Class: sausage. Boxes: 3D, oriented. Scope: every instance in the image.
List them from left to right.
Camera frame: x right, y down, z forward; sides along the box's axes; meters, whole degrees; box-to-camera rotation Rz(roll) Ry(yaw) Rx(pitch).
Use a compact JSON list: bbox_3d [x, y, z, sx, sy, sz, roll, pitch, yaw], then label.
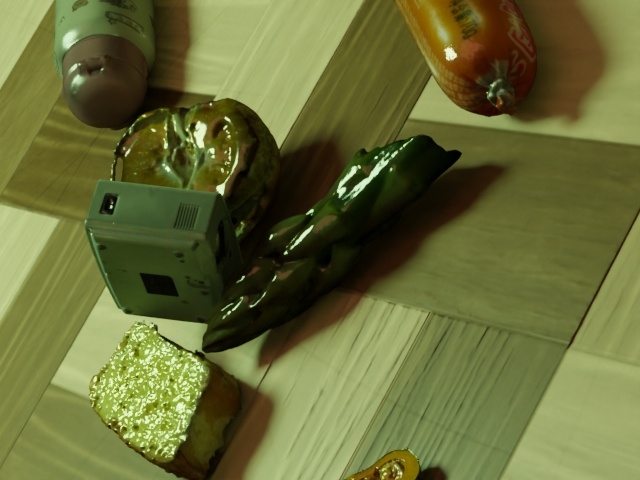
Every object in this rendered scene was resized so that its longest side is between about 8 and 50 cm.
[{"bbox_3d":[0.115,-0.197,1.682,0.093,0.093,0.312,-44,33,16],"label":"sausage"}]

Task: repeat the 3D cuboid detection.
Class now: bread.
[{"bbox_3d":[-0.131,0.139,1.711,0.103,0.065,0.187,-57,30,-8],"label":"bread"}]

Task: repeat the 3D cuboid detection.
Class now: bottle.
[{"bbox_3d":[-0.232,-0.215,2.137,0.110,0.110,0.233,-38,36,25],"label":"bottle"}]

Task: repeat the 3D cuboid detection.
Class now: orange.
[{"bbox_3d":[-0.107,-0.052,1.817,0.160,0.112,0.170,-48,65,0],"label":"orange"}]

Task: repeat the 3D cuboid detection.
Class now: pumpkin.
[{"bbox_3d":[0.044,0.189,1.464,0.083,0.028,0.050,-36,33,12],"label":"pumpkin"}]

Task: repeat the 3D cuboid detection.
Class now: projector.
[{"bbox_3d":[-0.133,0.015,1.719,0.115,0.147,0.061,5,59,11],"label":"projector"}]

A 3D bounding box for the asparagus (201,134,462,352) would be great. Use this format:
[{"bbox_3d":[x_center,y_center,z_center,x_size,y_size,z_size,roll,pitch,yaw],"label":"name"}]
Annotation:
[{"bbox_3d":[0.000,0.000,1.662,0.287,0.080,0.080,-45,33,18],"label":"asparagus"}]
